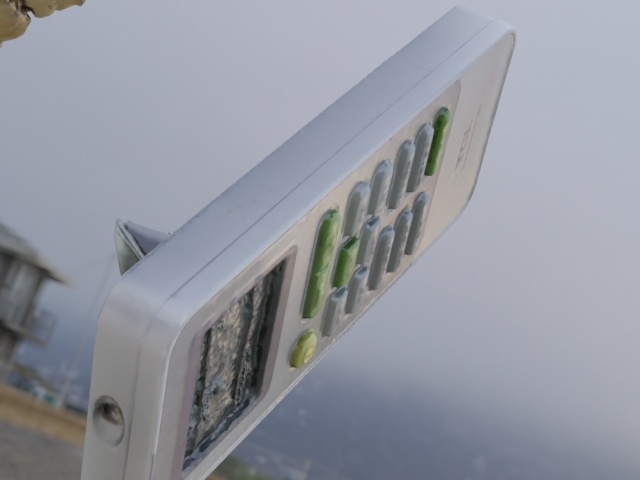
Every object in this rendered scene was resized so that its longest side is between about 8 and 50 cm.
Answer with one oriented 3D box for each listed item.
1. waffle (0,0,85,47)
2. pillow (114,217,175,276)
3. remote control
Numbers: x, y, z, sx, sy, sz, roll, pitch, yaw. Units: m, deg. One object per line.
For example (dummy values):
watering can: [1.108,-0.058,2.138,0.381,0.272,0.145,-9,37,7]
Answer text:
waffle: [-0.261,-0.295,0.993,0.308,0.091,0.213,64,0,13]
pillow: [-0.053,0.032,0.714,0.055,0.091,0.135,-8,-7,2]
remote control: [0.000,0.000,0.581,0.034,0.250,0.103,27,-50,19]
